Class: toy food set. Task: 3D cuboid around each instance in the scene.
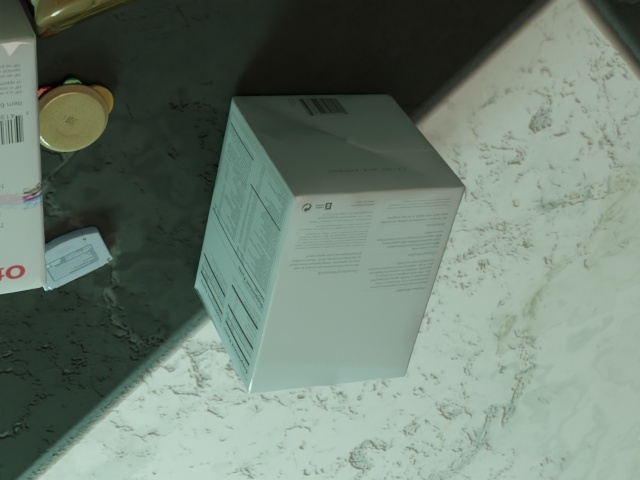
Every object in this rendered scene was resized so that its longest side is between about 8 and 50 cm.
[{"bbox_3d":[-0.257,-0.128,1.408,0.082,0.020,0.083,12,120,-33],"label":"toy food set"}]

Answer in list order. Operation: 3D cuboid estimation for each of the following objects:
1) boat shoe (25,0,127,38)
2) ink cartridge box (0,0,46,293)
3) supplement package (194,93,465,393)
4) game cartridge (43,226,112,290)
[{"bbox_3d":[-0.210,-0.248,1.164,0.123,0.342,0.123,-22,100,-2],"label":"boat shoe"},{"bbox_3d":[-0.370,-0.100,1.251,0.198,0.197,0.270,-10,130,-21],"label":"ink cartridge box"},{"bbox_3d":[0.000,0.000,1.519,0.199,0.198,0.262,-4,127,-25],"label":"supplement package"},{"bbox_3d":[-0.277,0.018,1.521,0.083,0.017,0.056,-26,137,-6],"label":"game cartridge"}]
